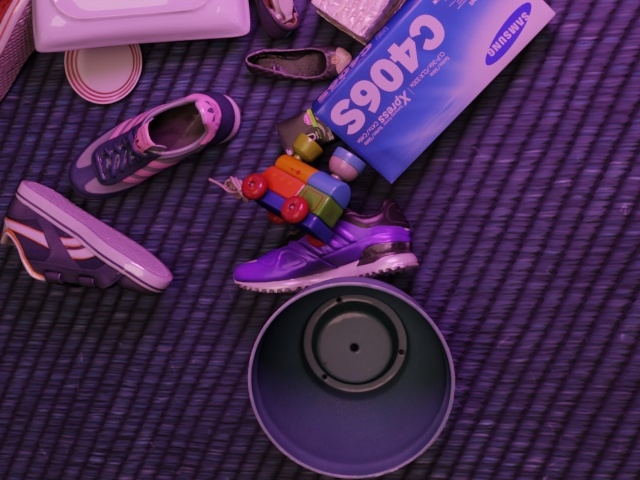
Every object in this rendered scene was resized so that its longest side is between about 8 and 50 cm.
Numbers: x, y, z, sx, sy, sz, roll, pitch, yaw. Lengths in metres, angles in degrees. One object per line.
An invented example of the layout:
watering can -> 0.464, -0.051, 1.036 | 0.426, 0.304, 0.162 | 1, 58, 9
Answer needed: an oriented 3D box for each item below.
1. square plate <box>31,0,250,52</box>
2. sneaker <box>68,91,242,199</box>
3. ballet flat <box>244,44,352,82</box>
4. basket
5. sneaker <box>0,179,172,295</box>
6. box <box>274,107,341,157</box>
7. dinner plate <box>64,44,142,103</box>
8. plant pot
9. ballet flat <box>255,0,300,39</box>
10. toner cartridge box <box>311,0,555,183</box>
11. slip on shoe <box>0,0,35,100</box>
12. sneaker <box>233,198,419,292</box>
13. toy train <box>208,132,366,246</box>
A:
square plate -> -0.294, -0.481, 1.568 | 0.344, 0.049, 0.347 | -4, 92, 2
sneaker -> -0.289, -0.157, 1.622 | 0.319, 0.131, 0.112 | -26, 88, 14
ballet flat -> -0.035, -0.278, 1.592 | 0.173, 0.049, 0.057 | -1, 94, 14
basket -> 0.074, -0.393, 1.529 | 0.113, 0.103, 0.167 | 36, 100, 8
sneaker -> -0.392, 0.029, 1.666 | 0.321, 0.126, 0.127 | 31, 96, 21
box -> -0.019, -0.171, 1.594 | 0.083, 0.052, 0.062 | -22, 88, 15
dinner plate -> -0.362, -0.300, 1.689 | 0.141, 0.017, 0.141 | 1, 94, 15
plant pot -> 0.048, 0.181, 1.514 | 0.293, 0.196, 0.293 | 1, 102, 3
ballet flat -> -0.080, -0.412, 1.560 | 0.074, 0.074, 0.203 | -14, 108, 15
toner cartridge box -> 0.163, -0.268, 1.501 | 0.165, 0.075, 0.348 | 39, 103, -17
slip on shoe -> -0.524, -0.358, 1.679 | 0.101, 0.123, 0.331 | 45, 107, 11
sneaker -> 0.001, 0.000, 1.585 | 0.293, 0.102, 0.146 | -10, 84, 11
toy train -> -0.054, -0.105, 1.540 | 0.248, 0.105, 0.143 | 31, 82, 35
